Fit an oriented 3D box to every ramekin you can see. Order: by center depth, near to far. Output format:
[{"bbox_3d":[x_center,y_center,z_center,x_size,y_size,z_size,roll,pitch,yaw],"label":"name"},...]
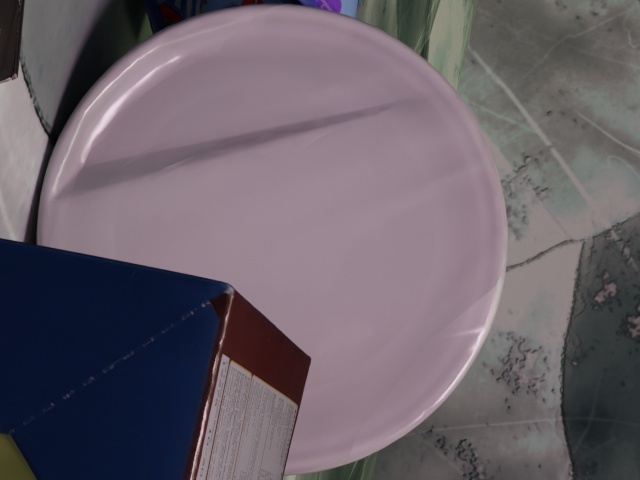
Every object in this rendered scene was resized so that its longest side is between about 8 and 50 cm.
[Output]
[{"bbox_3d":[-0.029,0.005,1.032,0.127,0.273,0.272,109,-6,-79],"label":"ramekin"}]

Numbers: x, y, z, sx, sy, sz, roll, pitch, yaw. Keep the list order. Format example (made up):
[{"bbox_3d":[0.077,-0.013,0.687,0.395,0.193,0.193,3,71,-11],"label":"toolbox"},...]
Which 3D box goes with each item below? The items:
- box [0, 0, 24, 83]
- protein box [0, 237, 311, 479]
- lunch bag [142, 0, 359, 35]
[{"bbox_3d":[-0.175,-0.154,0.533,0.322,0.079,0.257,-47,145,-72],"label":"box"},{"bbox_3d":[-0.125,0.079,0.699,0.201,0.200,0.136,57,45,-76],"label":"protein box"},{"bbox_3d":[-0.060,-0.275,1.004,0.293,0.138,0.220,55,46,-59],"label":"lunch bag"}]
